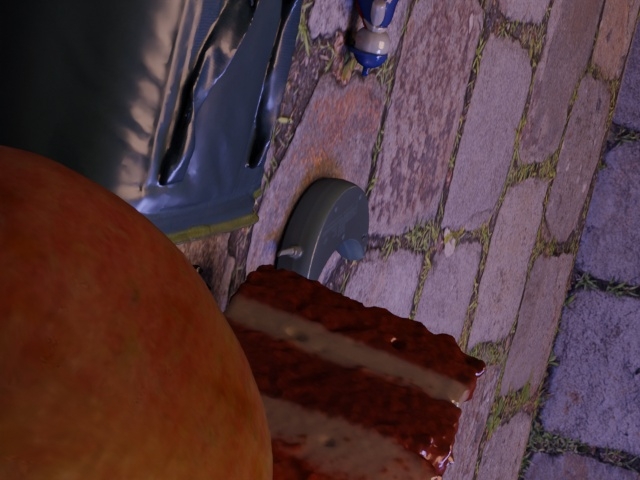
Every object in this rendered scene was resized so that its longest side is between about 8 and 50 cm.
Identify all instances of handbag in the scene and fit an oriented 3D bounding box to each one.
[{"bbox_3d":[-0.138,-0.140,1.100,0.263,0.222,0.241,-17,125,-64],"label":"handbag"}]

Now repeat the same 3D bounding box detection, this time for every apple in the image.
[{"bbox_3d":[-0.220,0.148,0.865,0.346,0.391,0.391,-121,-144,-64],"label":"apple"}]

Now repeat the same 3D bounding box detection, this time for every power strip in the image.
[{"bbox_3d":[0.000,0.000,1.787,0.216,0.044,0.137,-38,139,-58],"label":"power strip"}]

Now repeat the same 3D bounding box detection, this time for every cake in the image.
[{"bbox_3d":[-0.022,0.233,1.487,0.319,0.270,0.269,-57,166,-57],"label":"cake"}]

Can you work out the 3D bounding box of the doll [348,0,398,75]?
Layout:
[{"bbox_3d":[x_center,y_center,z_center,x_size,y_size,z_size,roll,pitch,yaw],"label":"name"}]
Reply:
[{"bbox_3d":[0.064,-0.257,1.746,0.099,0.058,0.143,-76,177,-72],"label":"doll"}]

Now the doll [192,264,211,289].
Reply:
[{"bbox_3d":[-0.147,0.103,1.474,0.169,0.057,0.109,-61,157,-28],"label":"doll"}]
